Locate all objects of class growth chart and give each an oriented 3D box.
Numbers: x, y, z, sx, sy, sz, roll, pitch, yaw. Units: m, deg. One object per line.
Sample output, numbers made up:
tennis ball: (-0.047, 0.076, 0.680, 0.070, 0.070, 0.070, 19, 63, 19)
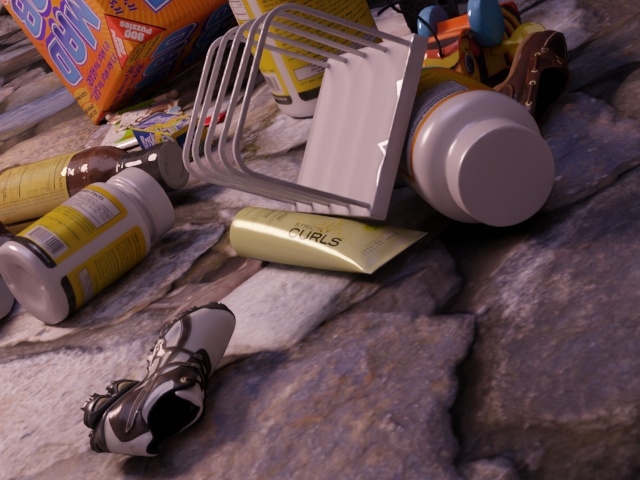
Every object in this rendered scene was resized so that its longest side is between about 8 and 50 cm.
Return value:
growth chart: (-0.321, -0.208, 2.221, 0.172, 0.021, 0.237, -20, 23, 10)

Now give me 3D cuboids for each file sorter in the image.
file sorter: (-0.031, -0.139, 1.371, 0.173, 0.192, 0.278, 15, -2, -18)

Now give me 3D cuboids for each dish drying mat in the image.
dish drying mat: (-0.193, -0.195, 2.068, 0.083, 0.008, 0.032, -11, 27, 31)

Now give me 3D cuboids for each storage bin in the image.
storage bin: (0.165, -0.423, 2.048, 0.084, 0.122, 0.180, -21, 22, 11)

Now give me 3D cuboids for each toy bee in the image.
toy bee: (0.174, -0.231, 1.613, 0.298, 0.162, 0.195, -10, 1, -36)

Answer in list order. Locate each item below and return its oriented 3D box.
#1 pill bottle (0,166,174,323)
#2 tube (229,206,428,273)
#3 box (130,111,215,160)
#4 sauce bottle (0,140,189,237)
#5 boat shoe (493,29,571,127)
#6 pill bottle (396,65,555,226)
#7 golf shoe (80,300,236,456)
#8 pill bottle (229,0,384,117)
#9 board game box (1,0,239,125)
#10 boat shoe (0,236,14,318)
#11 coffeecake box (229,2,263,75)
pill bottle: (-0.291, 0.002, 1.579, 0.208, 0.119, 0.119, -39, 26, -32)
tube: (0.000, 0.000, 1.359, 0.240, 0.062, 0.070, 9, 74, 46)
box: (-0.237, -0.165, 1.985, 0.059, 0.054, 0.169, -34, 23, -22)
sauce bottle: (-0.343, -0.077, 1.833, 0.344, 0.111, 0.111, -9, 27, 32)
boat shoe: (0.260, -0.186, 1.485, 0.073, 0.073, 0.207, -6, 36, 37)
pill bottle: (0.149, -0.096, 1.305, 0.136, 0.136, 0.245, -27, 22, -5)
golf shoe: (-0.129, 0.137, 1.182, 0.094, 0.077, 0.198, 13, 46, 36)
pill bottle: (-0.038, -0.367, 1.854, 0.188, 0.334, 0.188, -21, 22, 9)
board game box: (-0.348, -0.499, 2.303, 0.356, 0.356, 0.356, -36, -1, -26)
boat shoe: (-0.464, 0.066, 1.686, 0.076, 0.080, 0.228, -39, 22, 12)
coffeecake box: (-0.054, -0.396, 2.194, 0.068, 0.142, 0.185, -2, 32, 44)
